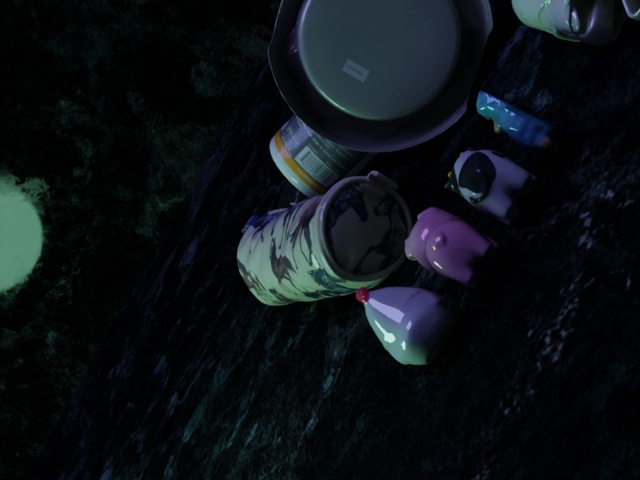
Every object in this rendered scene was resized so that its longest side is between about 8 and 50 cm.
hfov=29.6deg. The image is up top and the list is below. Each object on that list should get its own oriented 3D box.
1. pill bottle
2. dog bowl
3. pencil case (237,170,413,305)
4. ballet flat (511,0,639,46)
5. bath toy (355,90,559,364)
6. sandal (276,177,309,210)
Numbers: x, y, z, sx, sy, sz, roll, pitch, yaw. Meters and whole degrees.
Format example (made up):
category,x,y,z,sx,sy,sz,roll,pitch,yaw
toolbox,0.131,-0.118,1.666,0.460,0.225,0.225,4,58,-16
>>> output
category,x,y,z,sx,sy,sz,roll,pitch,yaw
pill bottle,0.058,-0.205,2.054,0.278,0.162,0.162,-44,21,20
dog bowl,0.091,-0.313,1.884,0.349,0.348,0.102,-59,2,7
pencil case,0.000,0.000,1.918,0.410,0.159,0.184,162,120,-67
ballet flat,0.358,-0.313,1.466,0.400,0.139,0.139,-28,36,60
bath toy,0.164,-0.012,1.515,0.348,0.129,0.151,-60,-17,0
sandal,0.010,-0.143,2.264,0.167,0.107,0.446,-134,62,-72
